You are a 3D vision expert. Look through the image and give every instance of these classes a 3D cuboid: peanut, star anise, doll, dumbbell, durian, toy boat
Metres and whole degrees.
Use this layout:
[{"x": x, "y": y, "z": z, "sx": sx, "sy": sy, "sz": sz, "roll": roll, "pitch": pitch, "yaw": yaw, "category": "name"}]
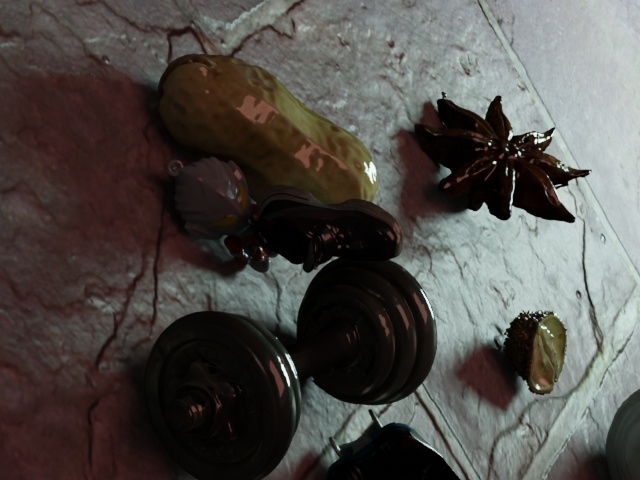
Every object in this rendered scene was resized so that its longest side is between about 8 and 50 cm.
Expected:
[{"x": -0.060, "y": -0.114, "z": 1.779, "sx": 0.290, "sy": 0.130, "sz": 0.130, "roll": 36, "pitch": 45, "yaw": -27, "category": "peanut"}, {"x": 0.244, "y": -0.097, "z": 2.183, "sx": 0.271, "sy": 0.102, "sz": 0.272, "roll": 16, "pitch": 42, "yaw": -15, "category": "star anise"}, {"x": -0.104, "y": -0.033, "z": 1.726, "sx": 0.180, "sy": 0.079, "sz": 0.094, "roll": 45, "pitch": 73, "yaw": -36, "category": "doll"}, {"x": -0.023, "y": 0.127, "z": 1.644, "sx": 0.406, "sy": 0.179, "sz": 0.179, "roll": -20, "pitch": 87, "yaw": -54, "category": "dumbbell"}, {"x": 0.280, "y": 0.141, "z": 2.114, "sx": 0.110, "sy": 0.071, "sz": 0.140, "roll": -64, "pitch": 147, "yaw": -30, "category": "durian"}, {"x": 0.125, "y": 0.325, "z": 1.791, "sx": 0.299, "sy": 0.134, "sz": 0.092, "roll": 54, "pitch": 4, "yaw": -23, "category": "toy boat"}]

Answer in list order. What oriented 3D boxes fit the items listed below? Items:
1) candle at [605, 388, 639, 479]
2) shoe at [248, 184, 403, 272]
[{"x": 0.540, "y": 0.300, "z": 2.243, "sx": 0.342, "sy": 0.221, "sz": 0.221, "roll": 2, "pitch": 70, "yaw": -48, "category": "candle"}, {"x": 0.000, "y": 0.000, "z": 1.668, "sx": 0.099, "sy": 0.169, "sz": 0.071, "roll": -60, "pitch": 162, "yaw": -55, "category": "shoe"}]
